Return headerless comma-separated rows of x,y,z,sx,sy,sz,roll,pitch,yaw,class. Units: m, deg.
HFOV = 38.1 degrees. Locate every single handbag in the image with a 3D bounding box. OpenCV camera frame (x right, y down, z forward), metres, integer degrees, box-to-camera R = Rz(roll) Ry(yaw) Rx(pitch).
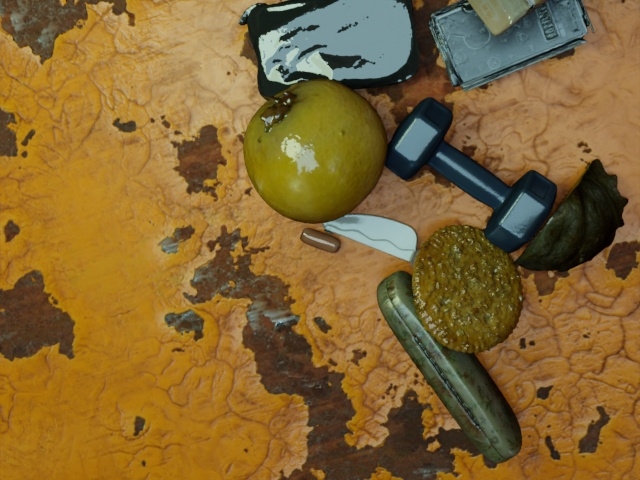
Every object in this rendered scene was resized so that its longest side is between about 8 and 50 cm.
0.017,-0.375,1.763,0.332,0.075,0.191,-7,99,9,handbag

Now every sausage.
0.000,0.000,1.854,0.083,0.034,0.034,20,102,2,sausage

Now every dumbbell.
0.279,-0.122,1.742,0.325,0.144,0.160,35,101,-1,dumbbell

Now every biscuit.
0.283,0.090,1.761,0.254,0.035,0.254,7,73,-25,biscuit

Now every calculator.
0.352,-0.398,1.728,0.274,0.028,0.165,-22,89,12,calculator

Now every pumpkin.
0.487,-0.018,1.736,0.130,0.149,0.254,39,101,7,pumpkin

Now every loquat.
-0.017,-0.165,1.698,0.275,0.275,0.274,1,100,7,loquat

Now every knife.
0.166,0.011,1.834,0.336,0.043,0.081,25,96,4,knife

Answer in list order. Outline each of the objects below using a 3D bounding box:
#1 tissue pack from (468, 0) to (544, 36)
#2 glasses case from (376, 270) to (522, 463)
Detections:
0.295,-0.530,1.612,0.238,0.238,0.305,-36,94,12,tissue pack
0.252,0.245,1.802,0.098,0.156,0.425,-34,94,20,glasses case
